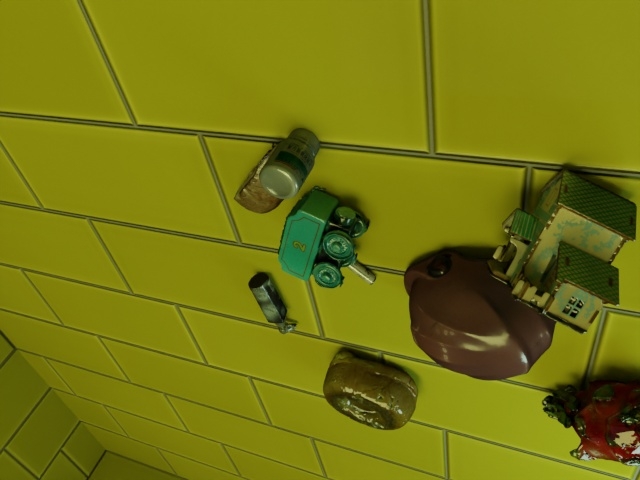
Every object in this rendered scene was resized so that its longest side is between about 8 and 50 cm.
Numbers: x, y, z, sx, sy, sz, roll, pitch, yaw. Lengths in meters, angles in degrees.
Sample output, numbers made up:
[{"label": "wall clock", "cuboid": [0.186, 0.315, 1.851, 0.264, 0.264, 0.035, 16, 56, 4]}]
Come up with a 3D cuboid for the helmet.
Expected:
[{"label": "helmet", "cuboid": [0.306, 0.170, 1.201, 0.338, 0.197, 0.271, -3, 134, 32]}]

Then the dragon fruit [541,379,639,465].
[{"label": "dragon fruit", "cuboid": [0.603, 0.379, 1.278, 0.269, 0.198, 0.200, 14, 153, 38]}]

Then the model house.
[{"label": "model house", "cuboid": [0.395, -0.003, 0.970, 0.178, 0.271, 0.207, 29, 106, 5]}]

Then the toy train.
[{"label": "toy train", "cuboid": [0.000, 0.000, 1.242, 0.162, 0.112, 0.203, 23, 128, 8]}]

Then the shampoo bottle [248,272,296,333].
[{"label": "shampoo bottle", "cuboid": [-0.124, 0.174, 1.567, 0.063, 0.057, 0.208, -3, 134, 23]}]

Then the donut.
[{"label": "donut", "cuboid": [0.134, 0.421, 1.630, 0.261, 0.128, 0.209, 17, 141, 16]}]

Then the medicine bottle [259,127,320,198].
[{"label": "medicine bottle", "cuboid": [-0.054, -0.147, 1.112, 0.080, 0.130, 0.080, 17, 141, 14]}]

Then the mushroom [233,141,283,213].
[{"label": "mushroom", "cuboid": [-0.114, -0.115, 1.231, 0.094, 0.072, 0.209, 31, 142, -18]}]

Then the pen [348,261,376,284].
[{"label": "pen", "cuboid": [0.041, 0.033, 1.339, 0.204, 0.025, 0.025, 37, 141, -9]}]
